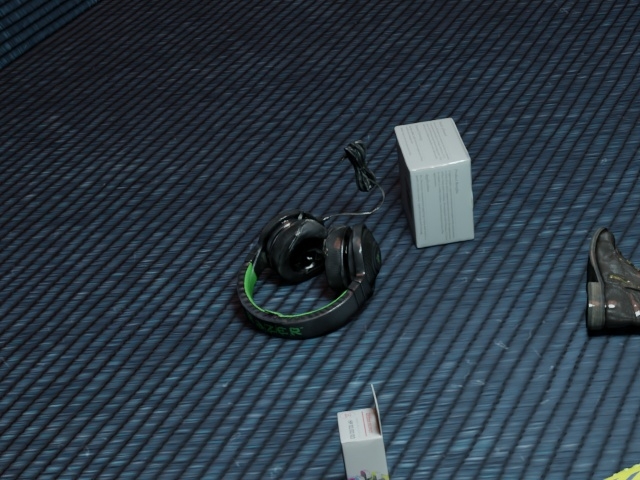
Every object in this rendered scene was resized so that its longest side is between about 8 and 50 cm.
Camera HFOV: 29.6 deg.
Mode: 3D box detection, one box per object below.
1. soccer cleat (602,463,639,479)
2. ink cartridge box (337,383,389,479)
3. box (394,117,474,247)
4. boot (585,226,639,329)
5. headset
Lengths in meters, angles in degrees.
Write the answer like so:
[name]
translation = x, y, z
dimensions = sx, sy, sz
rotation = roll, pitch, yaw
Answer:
[soccer cleat]
translation = 0.474, 0.326, 1.654
dimensions = 0.289, 0.093, 0.121
rotation = -14, 69, 19
[ink cartridge box]
translation = 0.062, 0.310, 1.734
dimensions = 0.061, 0.181, 0.104
rotation = -9, 16, -1
[box]
translation = 0.221, -0.113, 2.347
dimensions = 0.119, 0.181, 0.182
rotation = -9, 33, -2
[boot]
translation = 0.574, 0.081, 2.080
dimensions = 0.229, 0.091, 0.263
rotation = 3, 42, 11
[headset]
translation = 0.000, 0.000, 2.227
dimensions = 0.243, 0.185, 0.394
rotation = 14, 51, 29
